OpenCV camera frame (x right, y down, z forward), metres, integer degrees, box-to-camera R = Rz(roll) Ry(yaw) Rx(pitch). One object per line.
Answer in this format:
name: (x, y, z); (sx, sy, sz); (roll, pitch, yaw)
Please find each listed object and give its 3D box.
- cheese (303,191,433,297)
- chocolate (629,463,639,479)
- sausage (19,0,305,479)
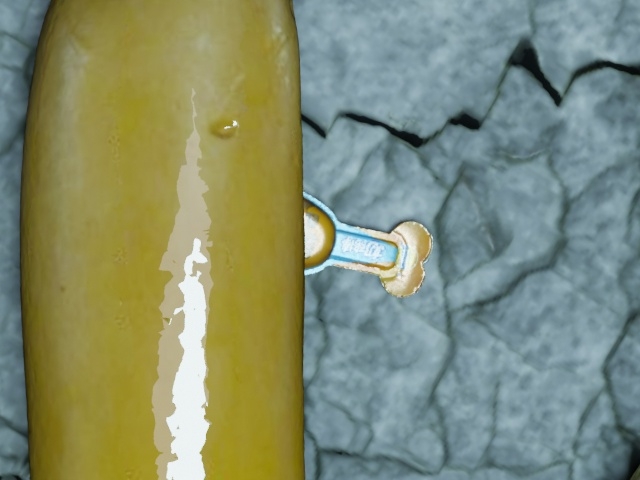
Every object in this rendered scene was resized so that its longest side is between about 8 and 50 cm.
cheese: (0.000, 0.000, 0.859); (0.111, 0.017, 0.047); (12, 94, -10)
chocolate: (0.259, 0.113, 0.856); (0.309, 0.134, 0.134); (-34, 98, -8)
sausage: (-0.072, 0.010, 0.799); (0.134, 0.116, 0.354); (-3, 90, 25)
